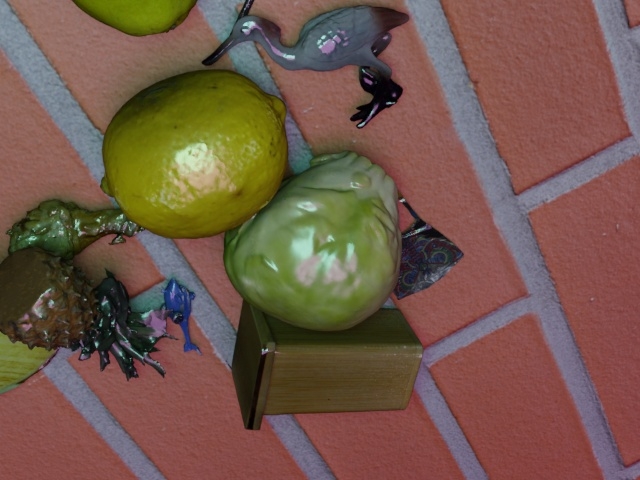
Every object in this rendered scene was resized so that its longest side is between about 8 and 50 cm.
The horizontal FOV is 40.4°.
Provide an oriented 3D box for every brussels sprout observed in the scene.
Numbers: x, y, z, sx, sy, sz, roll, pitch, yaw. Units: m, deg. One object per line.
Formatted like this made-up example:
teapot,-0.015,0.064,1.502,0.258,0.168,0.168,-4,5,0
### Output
brussels sprout,0.002,0.013,1.442,0.317,0.242,0.273,-31,96,0

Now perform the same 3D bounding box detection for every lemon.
lemon,-0.182,-0.129,1.303,0.284,0.260,0.260,-25,124,-24

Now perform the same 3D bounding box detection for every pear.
pear,-0.262,-0.402,1.158,0.212,0.212,0.269,-24,116,1

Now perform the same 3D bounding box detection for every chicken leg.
chicken leg,-0.398,-0.021,1.406,0.228,0.088,0.103,-14,108,-1

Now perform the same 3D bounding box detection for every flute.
flute,-0.082,-0.409,1.305,0.014,0.014,0.269,21,112,-22

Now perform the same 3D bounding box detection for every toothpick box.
toothpick box,0.009,0.216,1.583,0.308,0.190,0.187,3,116,-19

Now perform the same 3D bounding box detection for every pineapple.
pineapple,-0.370,0.125,1.415,0.165,0.165,0.364,-40,147,10

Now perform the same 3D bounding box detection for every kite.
kite,0.139,-0.010,1.577,0.152,0.015,0.285,-36,120,8

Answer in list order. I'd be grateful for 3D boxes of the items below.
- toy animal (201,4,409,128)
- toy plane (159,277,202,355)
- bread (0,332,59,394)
toy animal,0.005,-0.298,1.342,0.324,0.090,0.195,17,113,-23
toy plane,-0.245,0.138,1.555,0.062,0.054,0.167,-26,124,-28
bread,-0.554,0.156,1.429,0.301,0.045,0.301,-29,145,-23
